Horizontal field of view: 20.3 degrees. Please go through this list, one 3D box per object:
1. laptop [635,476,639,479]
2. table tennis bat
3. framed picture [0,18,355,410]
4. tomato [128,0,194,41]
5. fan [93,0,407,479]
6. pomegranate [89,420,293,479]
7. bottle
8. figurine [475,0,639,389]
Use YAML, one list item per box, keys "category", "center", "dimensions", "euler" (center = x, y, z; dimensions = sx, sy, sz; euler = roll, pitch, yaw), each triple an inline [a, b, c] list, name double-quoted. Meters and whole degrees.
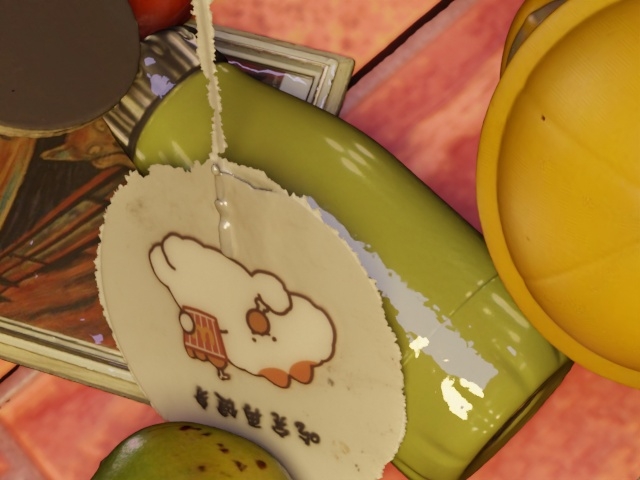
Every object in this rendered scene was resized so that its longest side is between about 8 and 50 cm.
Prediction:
- category: "laptop"
  center: [0.265, 0.076, 0.669]
  dimensions: [0.269, 0.015, 0.188]
  euler: [-42, 58, 1]
- category: "table tennis bat"
  center: [-0.179, -0.153, 0.840]
  dimensions: [0.138, 0.022, 0.246]
  euler: [-29, 80, -45]
- category: "framed picture"
  center: [-0.141, -0.037, 0.967]
  dimensions: [0.273, 0.016, 0.216]
  euler: [15, 75, 13]
- category: "tomato"
  center: [-0.173, -0.174, 0.940]
  dimensions: [0.227, 0.101, 0.228]
  euler: [-1, 81, 3]
- category: "fan"
  center: [-0.045, -0.015, 0.816]
  dimensions: [0.190, 0.329, 0.009]
  euler: [17, 35, 35]
- category: "pomegranate"
  center: [-0.063, 0.149, 0.837]
  dimensions: [0.130, 0.130, 0.130]
  euler: [-2, 72, 8]
- category: "bottle"
  center: [0.000, 0.000, 0.875]
  dimensions: [0.260, 0.112, 0.112]
  euler: [43, 83, 14]
- category: "figurine"
  center: [0.150, -0.041, 0.813]
  dimensions: [0.167, 0.257, 0.192]
  euler: [-1, 110, -14]
